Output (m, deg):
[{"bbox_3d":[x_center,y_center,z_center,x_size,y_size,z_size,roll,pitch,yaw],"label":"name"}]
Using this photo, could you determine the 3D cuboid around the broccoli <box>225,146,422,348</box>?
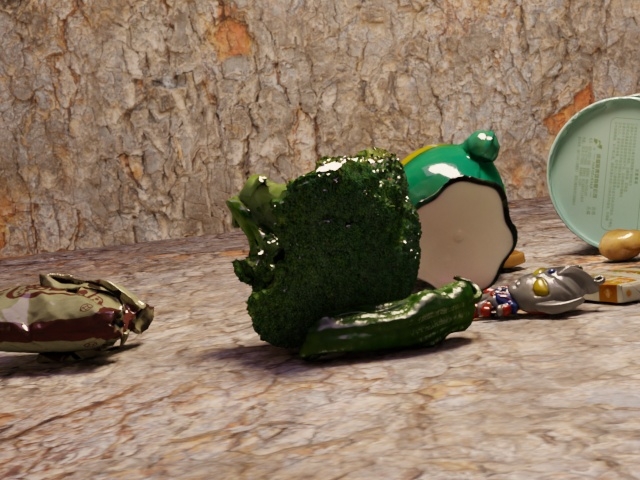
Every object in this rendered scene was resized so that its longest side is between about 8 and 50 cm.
[{"bbox_3d":[0.000,0.000,1.629,0.275,0.307,0.308,37,24,20],"label":"broccoli"}]

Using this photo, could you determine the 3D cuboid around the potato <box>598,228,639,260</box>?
[{"bbox_3d":[0.524,0.005,2.104,0.083,0.062,0.068,-34,13,48],"label":"potato"}]

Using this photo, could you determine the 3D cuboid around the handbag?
[{"bbox_3d":[-0.374,0.109,1.735,0.235,0.127,0.213,-3,4,9],"label":"handbag"}]

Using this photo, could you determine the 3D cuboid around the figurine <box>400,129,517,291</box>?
[{"bbox_3d":[0.200,-0.049,2.055,0.232,0.323,0.340,26,9,-11],"label":"figurine"}]

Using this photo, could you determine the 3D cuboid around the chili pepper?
[{"bbox_3d":[0.095,0.100,1.525,0.257,0.074,0.100,-9,6,-16],"label":"chili pepper"}]

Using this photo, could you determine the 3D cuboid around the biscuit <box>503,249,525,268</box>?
[{"bbox_3d":[0.267,0.038,2.216,0.144,0.040,0.236,-21,16,-40],"label":"biscuit"}]

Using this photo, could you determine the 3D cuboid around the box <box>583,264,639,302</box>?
[{"bbox_3d":[0.470,0.057,1.765,0.221,0.032,0.122,-8,7,-33],"label":"box"}]

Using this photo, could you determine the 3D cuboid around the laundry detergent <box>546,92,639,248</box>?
[{"bbox_3d":[0.608,-0.136,2.307,0.287,0.287,0.305,-4,7,27],"label":"laundry detergent"}]

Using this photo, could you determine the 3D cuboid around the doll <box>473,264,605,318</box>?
[{"bbox_3d":[0.294,0.072,1.670,0.195,0.062,0.104,-12,3,17],"label":"doll"}]
